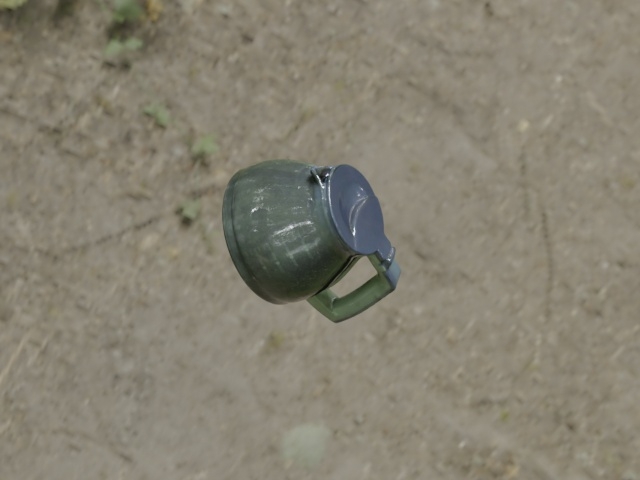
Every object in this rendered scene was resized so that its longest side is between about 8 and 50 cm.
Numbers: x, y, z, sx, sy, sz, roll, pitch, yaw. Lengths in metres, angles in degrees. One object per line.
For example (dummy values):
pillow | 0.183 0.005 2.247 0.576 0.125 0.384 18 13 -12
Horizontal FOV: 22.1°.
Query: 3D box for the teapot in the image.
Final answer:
teapot | 0.000 0.000 0.743 0.088 0.057 0.066 55 37 -27
